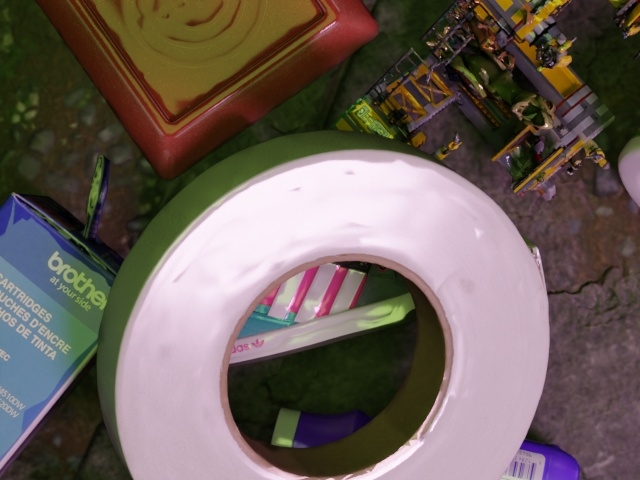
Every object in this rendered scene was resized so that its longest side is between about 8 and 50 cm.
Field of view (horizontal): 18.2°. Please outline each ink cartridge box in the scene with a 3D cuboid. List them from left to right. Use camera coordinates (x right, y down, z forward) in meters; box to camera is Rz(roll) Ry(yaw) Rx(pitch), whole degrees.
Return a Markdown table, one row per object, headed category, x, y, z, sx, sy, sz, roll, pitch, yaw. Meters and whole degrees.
| category | x | y | z | sx | sy | sz | roll | pitch | yaw |
| --- | --- | --- | --- | --- | --- | --- | --- | --- | --- |
| ink cartridge box | -0.288 | 0.103 | 1.774 | 0.151 | 0.270 | 0.395 | 41 | 88 | -2 |

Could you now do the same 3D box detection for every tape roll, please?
| category | x | y | z | sx | sy | sz | roll | pitch | yaw |
| --- | --- | --- | --- | --- | --- | --- | --- | --- | --- |
| tape roll | 0.007 | 0.098 | 1.684 | 0.392 | 0.072 | 0.392 | -6 | 109 | -19 |

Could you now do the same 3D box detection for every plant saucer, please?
| category | x | y | z | sx | sy | sz | roll | pitch | yaw |
| --- | --- | --- | --- | --- | --- | --- | --- | --- | --- |
| plant saucer | -0.119 | -0.233 | 1.902 | 0.258 | 0.048 | 0.259 | -35 | 86 | -1 |

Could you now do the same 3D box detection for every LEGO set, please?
| category | x | y | z | sx | sy | sz | roll | pitch | yaw |
| --- | --- | --- | --- | --- | --- | --- | --- | --- | --- |
| LEGO set | 0.190 | -0.134 | 1.758 | 0.192 | 0.255 | 0.331 | 49 | 125 | 3 |

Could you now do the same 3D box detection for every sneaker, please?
| category | x | y | z | sx | sy | sz | roll | pitch | yaw |
| --- | --- | --- | --- | --- | --- | --- | --- | --- | --- |
| sneaker | 0.000 | 0.000 | 1.853 | 0.295 | 0.124 | 0.178 | -15 | 96 | 2 |

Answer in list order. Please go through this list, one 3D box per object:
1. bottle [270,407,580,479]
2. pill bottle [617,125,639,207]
| category | x | y | z | sx | sy | sz | roll | pitch | yaw |
| --- | --- | --- | --- | --- | --- | --- | --- | --- | --- |
| bottle | 0.092 | 0.219 | 1.846 | 0.282 | 0.092 | 0.118 | 13 | 89 | 2 |
| pill bottle | 0.392 | -0.124 | 1.822 | 0.136 | 0.136 | 0.246 | 38 | 72 | 3 |
